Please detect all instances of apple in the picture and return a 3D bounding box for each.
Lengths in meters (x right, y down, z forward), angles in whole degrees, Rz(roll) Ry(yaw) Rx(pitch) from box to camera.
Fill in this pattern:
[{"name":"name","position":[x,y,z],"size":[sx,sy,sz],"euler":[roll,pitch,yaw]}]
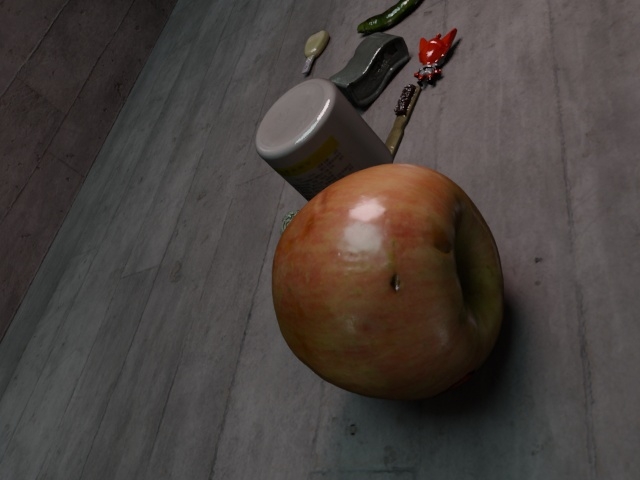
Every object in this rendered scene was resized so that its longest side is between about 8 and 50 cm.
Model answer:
[{"name":"apple","position":[0.105,0.065,0.946],"size":[0.346,0.391,0.391],"euler":[-9,52,39]}]

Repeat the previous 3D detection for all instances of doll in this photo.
[{"name":"doll","position":[0.292,-0.481,1.505],"size":[0.109,0.057,0.169],"euler":[-2,55,41]}]

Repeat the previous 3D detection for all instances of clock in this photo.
[{"name":"clock","position":[-0.081,-0.046,1.534],"size":[0.074,0.010,0.083],"euler":[-10,52,39]}]

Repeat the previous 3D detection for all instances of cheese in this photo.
[{"name":"cheese","position":[-0.029,-0.649,1.992],"size":[0.097,0.037,0.192],"euler":[-10,50,41]}]

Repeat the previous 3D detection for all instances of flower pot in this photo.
[{"name":"flower pot","position":[0.141,-0.486,1.625],"size":[0.229,0.103,0.108],"euler":[-48,37,-1]}]

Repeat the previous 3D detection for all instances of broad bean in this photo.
[{"name":"broad bean","position":[0.245,-0.736,1.793],"size":[0.292,0.049,0.144],"euler":[-40,31,8]}]

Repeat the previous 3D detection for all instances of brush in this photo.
[{"name":"brush","position":[0.198,-0.303,1.462],"size":[0.043,0.036,0.248],"euler":[-3,56,49]}]

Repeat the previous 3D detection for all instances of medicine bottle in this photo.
[{"name":"medicine bottle","position":[0.042,-0.160,1.237],"size":[0.208,0.339,0.208],"euler":[-26,42,26]}]
